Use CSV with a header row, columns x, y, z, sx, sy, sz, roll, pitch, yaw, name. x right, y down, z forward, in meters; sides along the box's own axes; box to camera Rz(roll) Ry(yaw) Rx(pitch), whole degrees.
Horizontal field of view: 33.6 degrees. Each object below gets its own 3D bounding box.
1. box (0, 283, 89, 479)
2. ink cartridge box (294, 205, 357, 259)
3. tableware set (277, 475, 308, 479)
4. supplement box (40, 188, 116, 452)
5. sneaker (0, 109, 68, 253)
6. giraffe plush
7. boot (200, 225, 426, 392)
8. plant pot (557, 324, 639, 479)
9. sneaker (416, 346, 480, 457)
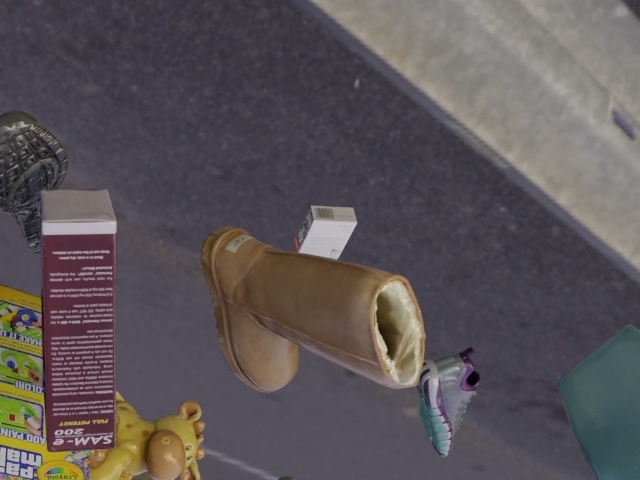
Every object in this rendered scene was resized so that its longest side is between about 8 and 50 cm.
x,y,z,sx,sy,sz,roll,pitch,yaw,name
-0.428,0.251,1.308,0.177,0.279,0.290,22,128,-33,box
0.000,0.000,1.433,0.063,0.029,0.115,3,142,-21,ink cartridge box
-0.052,0.402,1.661,0.104,0.024,0.154,-11,-175,-29,tableware set
-0.246,0.078,1.075,0.073,0.239,0.130,-2,-163,-15,supplement box
-0.402,-0.091,1.414,0.130,0.109,0.286,51,158,19,sneaker
-0.268,0.322,1.625,0.171,0.210,0.181,5,129,5,giraffe plush
-0.004,0.107,1.132,0.269,0.089,0.236,17,139,43,boot
0.374,0.218,1.137,0.165,0.234,0.166,-42,146,14,plant pot
0.204,0.250,1.608,0.098,0.083,0.223,-21,139,-6,sneaker
